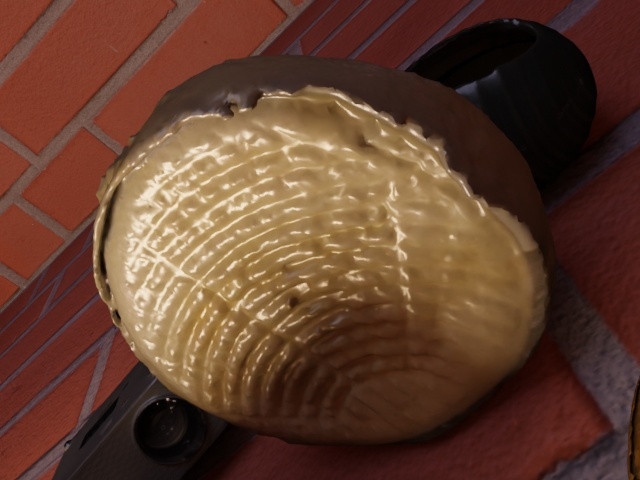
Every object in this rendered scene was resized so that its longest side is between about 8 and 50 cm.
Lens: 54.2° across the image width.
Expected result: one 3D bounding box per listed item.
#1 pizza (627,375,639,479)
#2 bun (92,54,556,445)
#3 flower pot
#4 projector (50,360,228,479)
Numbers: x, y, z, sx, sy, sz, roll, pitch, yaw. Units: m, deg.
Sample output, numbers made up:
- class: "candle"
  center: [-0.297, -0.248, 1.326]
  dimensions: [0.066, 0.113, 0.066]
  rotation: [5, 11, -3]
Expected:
- class: "pizza"
  center: [0.246, 0.119, 0.290]
  dimensions: [0.193, 0.053, 0.201]
  rotation: [-33, 18, 33]
- class: "bun"
  center: [0.003, 0.004, 0.533]
  dimensions: [0.364, 0.364, 0.202]
  rotation: [-33, 25, 29]
- class: "flower pot"
  center: [0.160, -0.119, 0.652]
  dimensions: [0.243, 0.157, 0.189]
  rotation: [-26, 31, 40]
- class: "projector"
  center: [-0.226, 0.239, 0.771]
  dimensions: [0.250, 0.108, 0.198]
  rotation: [-48, 13, -1]
